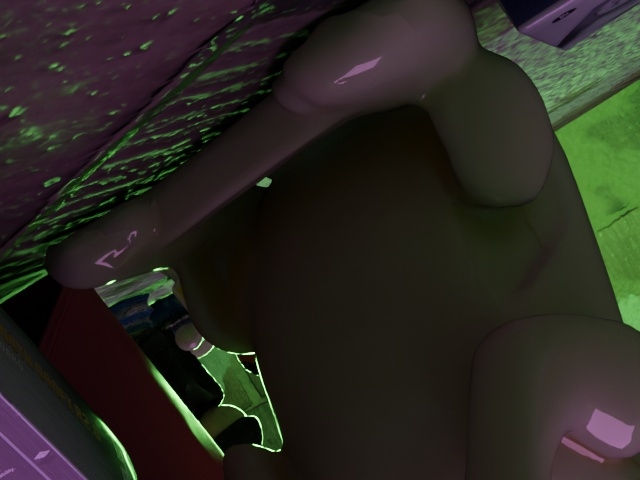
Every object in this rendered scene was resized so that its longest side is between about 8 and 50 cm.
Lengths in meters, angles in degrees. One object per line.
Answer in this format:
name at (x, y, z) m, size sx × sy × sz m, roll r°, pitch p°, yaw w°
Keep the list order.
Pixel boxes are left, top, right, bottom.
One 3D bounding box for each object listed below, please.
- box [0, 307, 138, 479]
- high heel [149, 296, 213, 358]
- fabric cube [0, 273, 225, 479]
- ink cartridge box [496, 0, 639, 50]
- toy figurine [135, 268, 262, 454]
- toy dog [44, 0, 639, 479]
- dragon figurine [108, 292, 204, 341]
box at (-0.201, 0.101, 0.342) m, size 0.231 × 0.056 × 0.183 m, roll -30°, pitch 134°, yaw -3°
high heel at (-0.169, 0.091, 1.251) m, size 0.117 × 0.082 × 0.244 m, roll 3°, pitch -166°, yaw 39°
fabric cube at (-0.188, 0.216, 0.598) m, size 0.259 × 0.258 × 0.254 m, roll -31°, pitch -160°, yaw 6°
ink cartridge box at (0.216, -0.186, 0.573) m, size 0.223 × 0.045 × 0.224 m, roll -32°, pitch 176°, yaw 24°
toy figurine at (-0.042, 0.077, 0.894) m, size 0.213 × 0.148 × 0.209 m, roll -25°, pitch 153°, yaw -40°
toy dog at (0.087, 0.101, 0.626) m, size 0.284 × 0.408 × 0.395 m, roll -31°, pitch 175°, yaw 24°
dragon figurine at (-0.173, 0.097, 1.024) m, size 0.289 × 0.085 × 0.144 m, roll -30°, pitch 177°, yaw 25°
